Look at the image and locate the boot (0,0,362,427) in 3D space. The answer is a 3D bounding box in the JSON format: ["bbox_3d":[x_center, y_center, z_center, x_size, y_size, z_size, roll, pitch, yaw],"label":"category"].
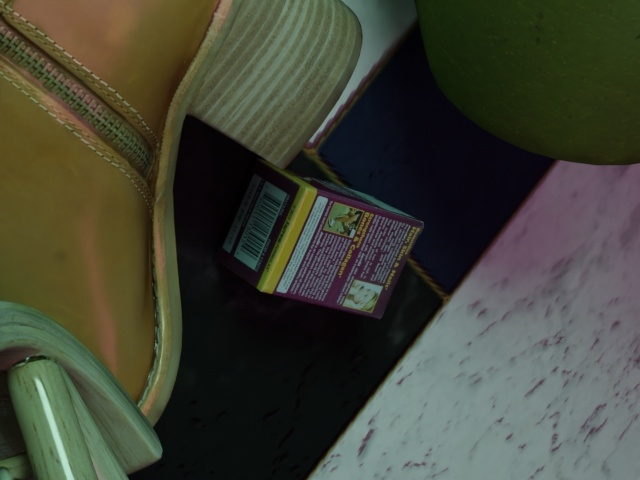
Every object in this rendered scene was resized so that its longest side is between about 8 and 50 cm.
[{"bbox_3d":[-0.134,-0.026,0.497,0.220,0.109,0.283,29,103,-37],"label":"boot"}]

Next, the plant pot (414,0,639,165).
[{"bbox_3d":[0.134,-0.183,0.554,0.275,0.275,0.293,-22,142,-31],"label":"plant pot"}]

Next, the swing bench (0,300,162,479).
[{"bbox_3d":[-0.159,0.176,0.456,0.253,0.165,0.254,-23,93,6],"label":"swing bench"}]

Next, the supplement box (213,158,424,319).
[{"bbox_3d":[0.000,0.000,0.662,0.083,0.043,0.055,17,100,-43],"label":"supplement box"}]
